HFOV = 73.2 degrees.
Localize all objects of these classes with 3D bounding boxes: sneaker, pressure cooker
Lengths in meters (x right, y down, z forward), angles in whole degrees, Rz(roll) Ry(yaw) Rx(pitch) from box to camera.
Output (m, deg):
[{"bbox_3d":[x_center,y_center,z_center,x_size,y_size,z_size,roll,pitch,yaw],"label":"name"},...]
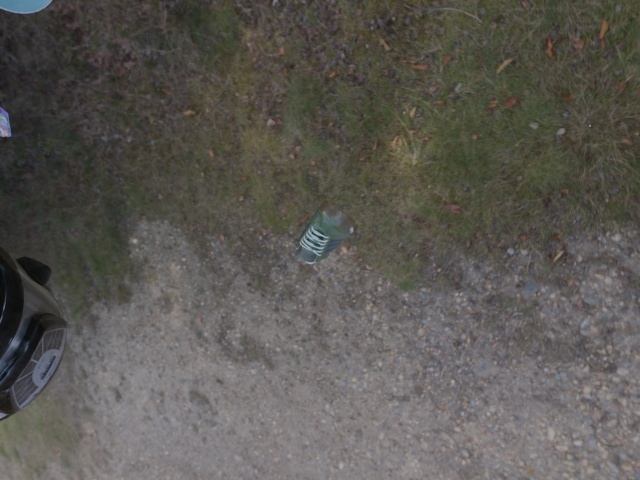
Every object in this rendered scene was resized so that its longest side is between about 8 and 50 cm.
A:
[{"bbox_3d":[0.000,0.000,0.694,0.064,0.192,0.086,39,82,3],"label":"sneaker"},{"bbox_3d":[-0.746,0.195,0.887,0.375,0.370,0.420,63,157,18],"label":"pressure cooker"}]

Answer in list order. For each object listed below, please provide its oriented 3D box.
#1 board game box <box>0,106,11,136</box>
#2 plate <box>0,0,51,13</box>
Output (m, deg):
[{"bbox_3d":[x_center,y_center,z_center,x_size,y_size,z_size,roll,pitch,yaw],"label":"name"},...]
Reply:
[{"bbox_3d":[-0.807,-0.287,1.004,0.169,0.133,0.033,-33,41,53],"label":"board game box"},{"bbox_3d":[-0.721,-0.633,1.002,0.024,0.188,0.188,28,117,43],"label":"plate"}]
